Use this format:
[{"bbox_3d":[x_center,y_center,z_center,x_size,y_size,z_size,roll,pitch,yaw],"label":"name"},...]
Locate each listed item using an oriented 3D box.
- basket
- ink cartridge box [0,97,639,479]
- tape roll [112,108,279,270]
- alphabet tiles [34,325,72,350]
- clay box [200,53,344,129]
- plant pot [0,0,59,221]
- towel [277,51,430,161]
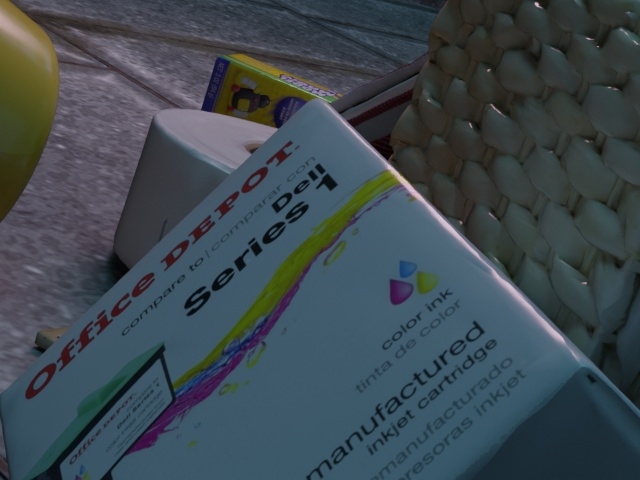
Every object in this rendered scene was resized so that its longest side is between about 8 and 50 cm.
[{"bbox_3d":[0.187,0.024,0.761,0.266,0.328,0.331,14,19,-18],"label":"basket"},{"bbox_3d":[-0.003,0.085,0.551,0.117,0.201,0.278,45,3,-26],"label":"ink cartridge box"},{"bbox_3d":[0.000,0.000,1.061,0.286,0.100,0.286,20,12,-4],"label":"tape roll"},{"bbox_3d":[0.013,0.122,0.853,0.343,0.011,0.285,28,18,29],"label":"alphabet tiles"},{"bbox_3d":[-0.001,-0.057,1.240,0.222,0.127,0.053,24,17,20],"label":"clay box"},{"bbox_3d":[-0.295,-0.105,0.873,0.239,0.254,0.254,26,8,-38],"label":"plant pot"},{"bbox_3d":[0.165,-0.063,1.022,0.329,0.037,0.237,13,-19,-30],"label":"towel"}]
